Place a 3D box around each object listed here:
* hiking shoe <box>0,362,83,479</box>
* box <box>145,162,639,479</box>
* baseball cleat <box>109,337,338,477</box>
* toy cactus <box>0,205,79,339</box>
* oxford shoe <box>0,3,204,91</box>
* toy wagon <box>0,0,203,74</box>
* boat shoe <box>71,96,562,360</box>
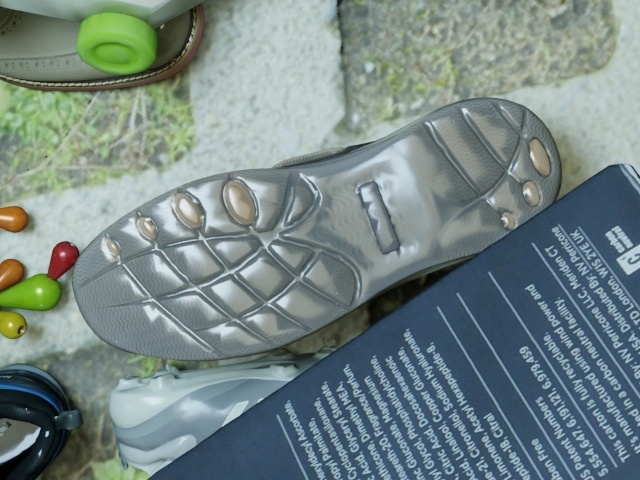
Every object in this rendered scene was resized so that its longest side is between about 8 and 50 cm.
[{"bbox_3d":[-0.321,0.177,1.183,0.304,0.132,0.113,-30,95,-11],"label":"hiking shoe"},{"bbox_3d":[0.124,0.199,1.049,0.395,0.293,0.212,-34,45,5],"label":"box"},{"bbox_3d":[-0.053,0.136,1.228,0.206,0.072,0.109,-6,100,12],"label":"baseball cleat"},{"bbox_3d":[-0.306,0.042,1.238,0.219,0.112,0.180,12,116,-23],"label":"toy cactus"},{"bbox_3d":[-0.262,-0.190,1.233,0.348,0.130,0.123,11,88,8],"label":"oxford shoe"},{"bbox_3d":[-0.226,-0.266,1.176,0.344,0.068,0.267,11,62,-14],"label":"toy wagon"},{"bbox_3d":[0.000,0.000,1.190,0.355,0.130,0.132,-16,88,1],"label":"boat shoe"}]
